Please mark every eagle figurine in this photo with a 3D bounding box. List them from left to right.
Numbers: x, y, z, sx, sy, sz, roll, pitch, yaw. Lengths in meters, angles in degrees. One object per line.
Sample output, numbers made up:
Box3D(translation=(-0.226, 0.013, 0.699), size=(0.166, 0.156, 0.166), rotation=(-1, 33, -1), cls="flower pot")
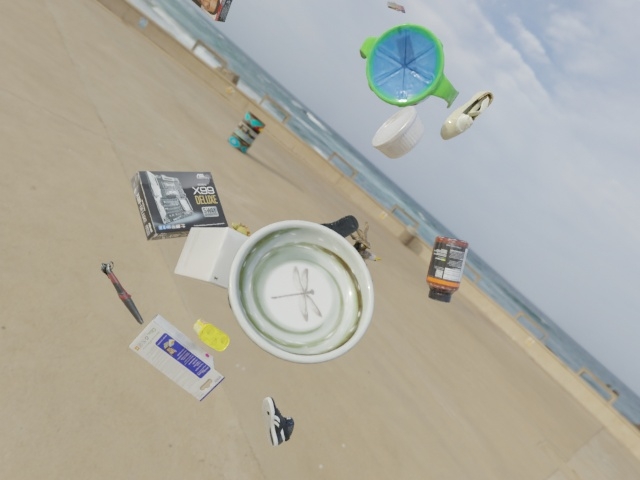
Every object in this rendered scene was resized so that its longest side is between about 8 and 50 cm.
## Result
Box3D(translation=(0.198, 0.093, 2.297), size=(0.225, 0.299, 0.226), rotation=(37, 49, 22), cls="eagle figurine")

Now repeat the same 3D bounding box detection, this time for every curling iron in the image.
Box3D(translation=(-0.661, 0.180, 1.516), size=(0.068, 0.035, 0.274), rotation=(-124, -167, -58), cls="curling iron")

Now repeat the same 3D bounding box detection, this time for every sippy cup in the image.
Box3D(translation=(0.279, -0.529, 1.420), size=(0.306, 0.239, 0.224), rotation=(69, 19, 0), cls="sippy cup")

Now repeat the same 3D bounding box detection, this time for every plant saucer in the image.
Box3D(translation=(-0.054, 0.141, 1.217), size=(0.400, 0.400, 0.101), rotation=(42, -33, 5), cls="plant saucer")

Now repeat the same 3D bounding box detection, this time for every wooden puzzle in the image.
Box3D(translation=(0.207, -0.642, 1.233), size=(0.049, 0.006, 0.083), rotation=(15, 40, -8), cls="wooden puzzle")

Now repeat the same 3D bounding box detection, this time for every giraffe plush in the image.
Box3D(translation=(-0.383, 0.009, 2.067), size=(0.181, 0.210, 0.171), rotation=(114, -35, -72), cls="giraffe plush")

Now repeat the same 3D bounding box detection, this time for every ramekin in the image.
Box3D(translation=(0.398, -0.529, 2.241), size=(0.127, 0.273, 0.273), rotation=(42, 10, -21), cls="ramekin")

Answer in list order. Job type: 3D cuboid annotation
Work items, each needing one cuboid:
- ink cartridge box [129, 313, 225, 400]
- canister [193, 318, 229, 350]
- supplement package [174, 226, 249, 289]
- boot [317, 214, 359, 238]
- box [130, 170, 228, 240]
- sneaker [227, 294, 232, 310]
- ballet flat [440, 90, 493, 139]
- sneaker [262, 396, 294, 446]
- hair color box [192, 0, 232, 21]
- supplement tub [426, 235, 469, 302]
Box3D(translation=(-0.569, 0.476, 1.809), size=(0.371, 0.176, 0.069), rotation=(42, 18, -8), cls="ink cartridge box")
Box3D(translation=(-0.458, 0.389, 1.865), size=(0.126, 0.073, 0.169), rotation=(40, -16, -21), cls="canister")
Box3D(translation=(-0.327, 0.067, 1.483), size=(0.175, 0.178, 0.292), rotation=(26, -14, -35), cls="supplement package")
Box3D(translation=(0.000, 0.000, 1.634), size=(0.246, 0.207, 0.094), rotation=(-26, 86, -35), cls="boot")
Box3D(translation=(-0.521, -0.136, 1.679), size=(0.307, 0.076, 0.243), rotation=(-8, 74, -47), cls="box")
Box3D(translation=(-0.383, 0.264, 2.173), size=(0.237, 0.086, 0.085), rotation=(-63, 136, -69), cls="sneaker")
Box3D(translation=(0.546, -0.463, 1.655), size=(0.086, 0.248, 0.086), rotation=(43, -9, 8), cls="ballet flat")
Box3D(translation=(-0.177, 0.760, 1.928), size=(0.121, 0.217, 0.079), rotation=(-12, 9, -39), cls="sneaker")
Box3D(translation=(-0.321, -0.699, 1.286), size=(0.141, 0.072, 0.043), rotation=(44, 35, 15), cls="hair color box")
Box3D(translation=(0.389, 0.090, 1.395), size=(0.105, 0.198, 0.106), rotation=(12, 4, -1), cls="supplement tub")
